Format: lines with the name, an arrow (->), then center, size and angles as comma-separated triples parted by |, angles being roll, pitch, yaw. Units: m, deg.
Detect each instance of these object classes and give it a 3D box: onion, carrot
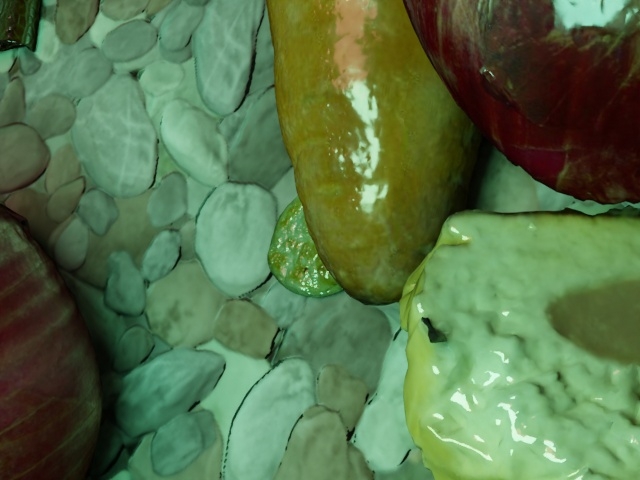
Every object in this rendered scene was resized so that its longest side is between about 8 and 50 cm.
onion -> 0.180, -0.154, 0.985 | 0.276, 0.276, 0.276 | -13, 66, 31
carrot -> 0.036, -0.070, 1.146 | 0.159, 0.159, 0.225 | -2, 83, 34
onion -> -0.324, 0.099, 1.216 | 0.353, 0.353, 0.354 | -13, 66, 31

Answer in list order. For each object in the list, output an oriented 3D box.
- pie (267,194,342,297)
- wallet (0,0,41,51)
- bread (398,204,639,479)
pie -> 0.000, 0.000, 1.210 | 0.085, 0.017, 0.085 | -12, 68, 31
wallet -> -0.277, -0.263, 1.486 | 0.132, 0.039, 0.243 | -5, 70, 33
bread -> 0.155, 0.063, 0.957 | 0.224, 0.211, 0.184 | -28, 52, 30
